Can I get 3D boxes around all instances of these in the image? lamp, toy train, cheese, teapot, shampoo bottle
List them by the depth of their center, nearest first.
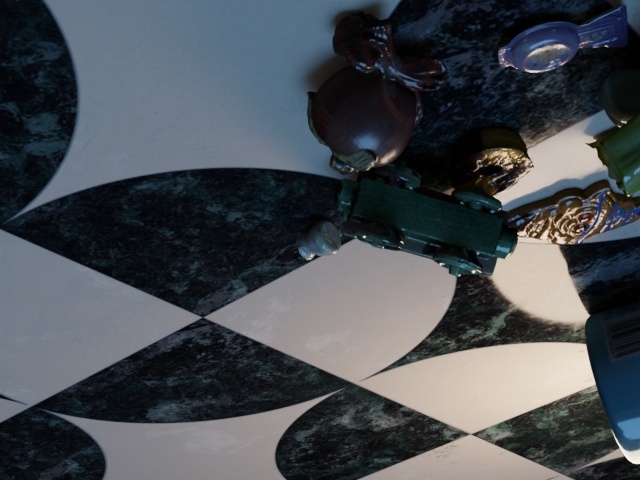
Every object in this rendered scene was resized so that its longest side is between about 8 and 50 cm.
[{"bbox_3d":[0.059,-0.203,1.741,0.215,0.151,0.223,19,96,-46],"label":"lamp"},{"bbox_3d":[0.350,-0.288,1.753,0.190,0.042,0.105,-16,150,8],"label":"cheese"},{"bbox_3d":[0.167,-0.031,1.995,0.304,0.150,0.221,17,175,-1],"label":"toy train"},{"bbox_3d":[0.000,0.000,2.126,0.064,0.064,0.083,-22,179,34],"label":"teapot"},{"bbox_3d":[0.750,0.258,2.472,0.342,0.331,0.331,-19,148,18],"label":"shampoo bottle"}]

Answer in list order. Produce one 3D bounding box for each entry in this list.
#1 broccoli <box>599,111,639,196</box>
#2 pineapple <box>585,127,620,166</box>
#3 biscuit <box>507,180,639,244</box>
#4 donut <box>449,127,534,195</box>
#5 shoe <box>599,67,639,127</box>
[{"bbox_3d":[0.558,-0.174,1.676,0.302,0.249,0.375,-42,122,-12],"label":"broccoli"},{"bbox_3d":[0.591,-0.121,1.983,0.249,0.164,0.140,-24,154,17],"label":"pineapple"},{"bbox_3d":[0.455,-0.043,2.193,0.280,0.043,0.183,-9,146,-6],"label":"biscuit"},{"bbox_3d":[0.276,-0.128,1.980,0.140,0.059,0.140,-6,149,-3],"label":"donut"},{"bbox_3d":[0.516,-0.220,1.848,0.251,0.103,0.100,-5,180,-27],"label":"shoe"}]
